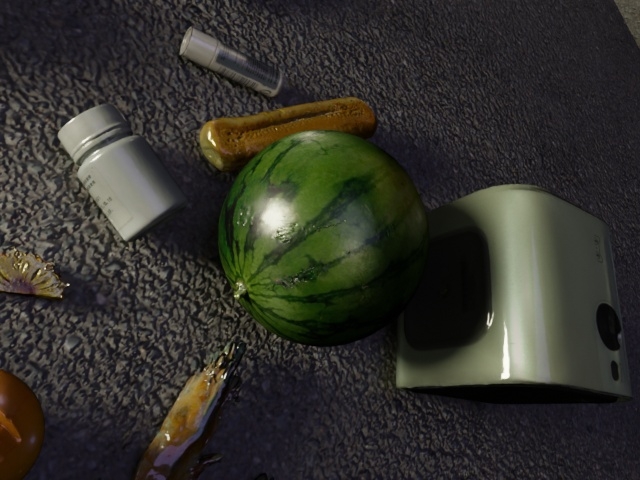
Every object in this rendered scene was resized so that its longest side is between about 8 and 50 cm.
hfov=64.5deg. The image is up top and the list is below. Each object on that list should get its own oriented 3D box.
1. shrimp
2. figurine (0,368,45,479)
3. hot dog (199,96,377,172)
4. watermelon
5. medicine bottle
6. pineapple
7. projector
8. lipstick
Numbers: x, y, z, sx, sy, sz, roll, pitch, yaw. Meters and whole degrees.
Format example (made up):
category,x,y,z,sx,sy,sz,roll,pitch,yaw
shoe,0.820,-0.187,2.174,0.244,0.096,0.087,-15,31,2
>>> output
category,x,y,z,sx,sy,sz,roll,pitch,yaw
shrimp,-0.103,0.220,0.540,0.152,0.046,0.219,34,62,-22
figurine,-0.276,0.183,0.346,0.324,0.124,0.222,55,26,-15
hot dog,-0.036,-0.150,0.702,0.286,0.061,0.087,-15,81,-37
watermelon,0.003,-0.002,0.574,0.242,0.242,0.242,12,68,-33
medicine bottle,-0.208,-0.071,0.537,0.080,0.080,0.130,-39,99,-38
pineapple,-0.285,0.032,0.485,0.083,0.019,0.045,17,69,-28
projector,0.259,0.095,0.720,0.249,0.248,0.249,18,65,-31
lipstick,-0.116,-0.237,0.686,0.141,0.040,0.040,18,65,-31
